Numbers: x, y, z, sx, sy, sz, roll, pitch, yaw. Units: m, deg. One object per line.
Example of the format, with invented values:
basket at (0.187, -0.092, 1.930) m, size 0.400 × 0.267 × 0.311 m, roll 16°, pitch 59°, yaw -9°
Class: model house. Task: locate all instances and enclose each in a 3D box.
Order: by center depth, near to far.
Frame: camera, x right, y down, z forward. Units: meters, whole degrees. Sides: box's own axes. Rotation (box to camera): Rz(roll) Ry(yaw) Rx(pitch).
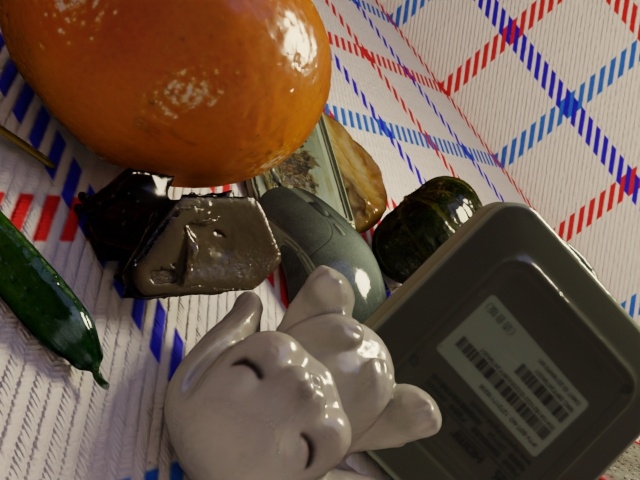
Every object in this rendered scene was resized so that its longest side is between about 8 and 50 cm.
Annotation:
model house at (-0.165, -0.004, 1.064) m, size 0.203 × 0.164 × 0.141 m, roll 7°, pitch 88°, yaw -42°

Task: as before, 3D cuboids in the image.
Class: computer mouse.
computer mouse at (0.000, 0.000, 1.382) m, size 0.167 × 0.090 × 0.379 m, roll -1°, pitch 54°, yaw -47°

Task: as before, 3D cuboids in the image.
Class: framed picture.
framed picture at (-0.050, -0.146, 1.540) m, size 0.217 × 0.017 × 0.274 m, roll 8°, pitch 55°, yaw -39°

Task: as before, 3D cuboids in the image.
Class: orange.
orange at (-0.190, -0.249, 1.151) m, size 0.424 × 0.326 × 0.424 m, roll 46°, pitch 2°, yaw -2°

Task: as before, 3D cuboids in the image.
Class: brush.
brush at (-0.373, -0.138, 1.003) m, size 0.218 × 0.010 × 0.082 m, roll 39°, pitch -1°, yaw -39°

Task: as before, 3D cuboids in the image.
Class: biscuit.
biscuit at (0.019, -0.134, 1.696) m, size 0.274 × 0.091 × 0.213 m, roll 51°, pitch 24°, yaw 8°

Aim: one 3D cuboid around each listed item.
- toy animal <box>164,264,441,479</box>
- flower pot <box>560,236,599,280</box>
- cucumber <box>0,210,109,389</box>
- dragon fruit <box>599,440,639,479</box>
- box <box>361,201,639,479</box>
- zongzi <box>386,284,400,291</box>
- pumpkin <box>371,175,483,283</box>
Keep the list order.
toy animal at (-0.036, 0.178, 0.951) m, size 0.272 × 0.206 × 0.265 m, roll 54°, pitch 33°, yaw 6°
flower pot at (0.296, 0.117, 1.415) m, size 0.299 × 0.299 × 0.283 m, roll 52°, pitch 5°, yaw 6°
cucumber at (-0.273, 0.038, 0.874) m, size 0.250 × 0.056 × 0.056 m, roll 49°, pitch 21°, yaw -1°
dragon fruit at (0.482, 0.457, 1.471) m, size 0.305 × 0.226 × 0.305 m, roll 16°, pitch 14°, yaw -4°
box at (0.233, 0.189, 1.218) m, size 0.367 × 0.373 × 0.090 m, roll 45°, pitch -4°, yaw -10°
zongzi at (0.207, 0.169, 1.614) m, size 0.187 × 0.084 × 0.184 m, roll 18°, pitch 57°, yaw -37°
pumpkin at (0.195, -0.015, 1.672) m, size 0.157 × 0.223 × 0.223 m, roll 53°, pitch 21°, yaw -3°
